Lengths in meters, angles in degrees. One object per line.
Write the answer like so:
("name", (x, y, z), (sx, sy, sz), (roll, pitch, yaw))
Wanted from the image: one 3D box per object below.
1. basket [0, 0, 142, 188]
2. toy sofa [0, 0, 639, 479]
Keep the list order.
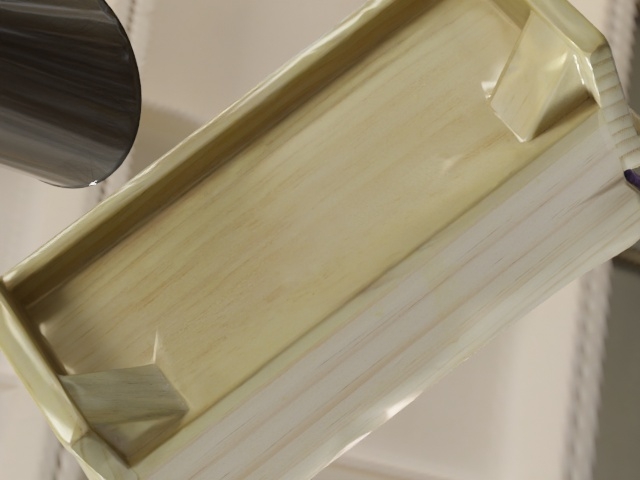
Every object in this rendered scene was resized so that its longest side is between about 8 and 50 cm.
("basket", (-0.269, -0.139, 1.488), (0.204, 0.154, 0.227), (59, -160, 12))
("toy sofa", (0.000, 0.000, 1.053), (0.362, 0.150, 0.177), (-38, -37, -3))
